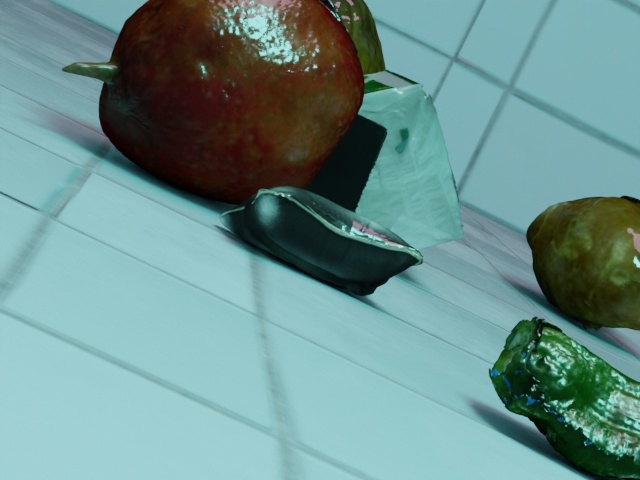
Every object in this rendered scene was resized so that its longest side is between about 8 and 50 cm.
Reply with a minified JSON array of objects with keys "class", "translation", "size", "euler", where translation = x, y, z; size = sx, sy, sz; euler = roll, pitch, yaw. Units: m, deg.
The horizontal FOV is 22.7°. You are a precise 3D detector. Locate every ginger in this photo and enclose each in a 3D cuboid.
[{"class":"ginger","translation":[0.332,0.019,1.874],"size":[0.172,0.165,0.321],"euler":[49,2,-3]}]

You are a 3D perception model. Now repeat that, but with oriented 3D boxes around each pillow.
[{"class":"pillow","translation":[0.001,-0.002,1.144],"size":[0.136,0.055,0.091],"euler":[26,4,-19]}]

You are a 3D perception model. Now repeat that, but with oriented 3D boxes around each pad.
[{"class":"pad","translation":[-0.030,-0.079,1.373],"size":[0.193,0.116,0.004],"euler":[31,16,36]}]

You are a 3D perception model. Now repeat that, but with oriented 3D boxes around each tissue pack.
[{"class":"tissue pack","translation":[0.028,-0.068,1.471],"size":[0.156,0.148,0.209],"euler":[-14,11,-3]}]

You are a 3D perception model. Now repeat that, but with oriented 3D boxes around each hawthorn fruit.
[{"class":"hawthorn fruit","translation":[-0.084,-0.127,1.251],"size":[0.251,0.189,0.189],"euler":[9,17,-42]}]

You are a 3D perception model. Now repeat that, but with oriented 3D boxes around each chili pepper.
[{"class":"chili pepper","translation":[0.203,0.122,0.935],"size":[0.224,0.061,0.098],"euler":[29,19,-9]}]

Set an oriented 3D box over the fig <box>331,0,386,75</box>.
[{"class":"fig","translation":[-0.034,-0.269,1.862],"size":[0.286,0.368,0.286],"euler":[17,1,0]}]
